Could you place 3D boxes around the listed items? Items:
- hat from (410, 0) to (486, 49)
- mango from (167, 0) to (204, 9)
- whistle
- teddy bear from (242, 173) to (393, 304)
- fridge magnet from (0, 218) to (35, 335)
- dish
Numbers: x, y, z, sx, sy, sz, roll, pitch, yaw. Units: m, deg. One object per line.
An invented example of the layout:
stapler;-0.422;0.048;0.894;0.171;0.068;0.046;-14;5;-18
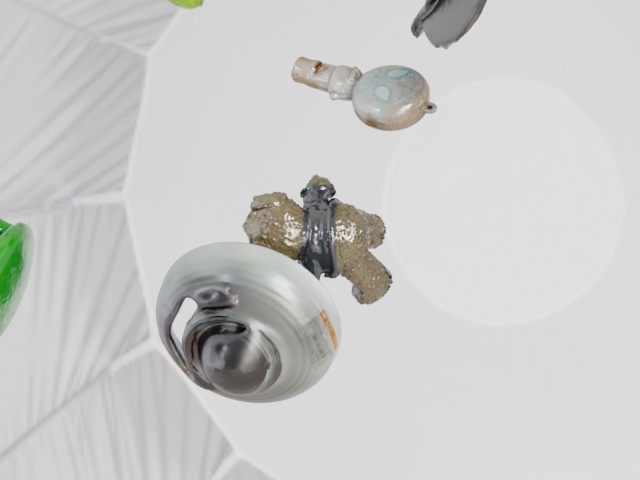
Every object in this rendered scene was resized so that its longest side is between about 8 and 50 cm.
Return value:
hat;0.208;-0.458;1.370;0.257;0.366;0.381;-25;34;-14
mango;-0.334;-0.596;2.071;0.125;0.111;0.233;28;-6;43
whistle;0.060;-0.206;1.309;0.220;0.107;0.057;21;-36;22
teddy bear;0.012;-0.005;1.382;0.251;0.182;0.129;11;-22;-29
fridge magnet;-0.397;0.069;1.096;0.088;0.208;0.208;28;-5;-5
dish;-0.118;0.148;1.327;0.273;0.273;0.134;-2;33;18
